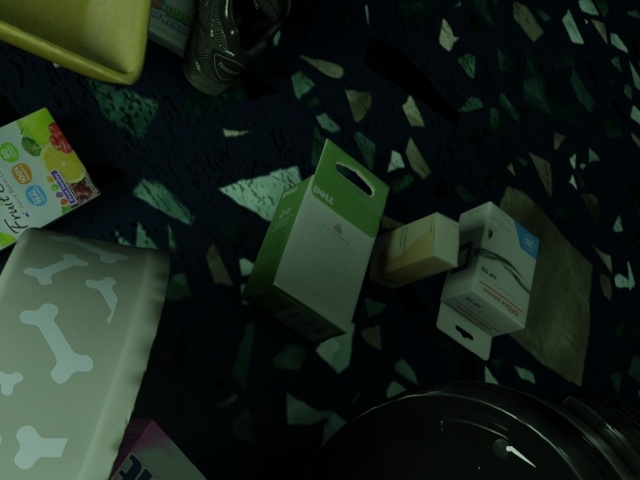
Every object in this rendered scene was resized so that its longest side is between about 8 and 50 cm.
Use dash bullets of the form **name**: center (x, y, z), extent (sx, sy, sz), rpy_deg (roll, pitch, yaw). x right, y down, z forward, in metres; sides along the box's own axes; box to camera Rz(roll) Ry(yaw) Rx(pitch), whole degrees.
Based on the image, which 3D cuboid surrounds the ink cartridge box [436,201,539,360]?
- **ink cartridge box**: center (0.222, 0.054, 1.238), extent (0.104, 0.060, 0.180), rpy_deg (34, 55, -25)

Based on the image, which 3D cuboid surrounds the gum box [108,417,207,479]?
- **gum box**: center (-0.143, 0.259, 0.837), extent (0.188, 0.062, 0.107), rpy_deg (56, 48, -28)

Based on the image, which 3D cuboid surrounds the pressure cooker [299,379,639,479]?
- **pressure cooker**: center (0.207, 0.328, 0.906), extent (0.420, 0.375, 0.369), rpy_deg (22, 73, -48)

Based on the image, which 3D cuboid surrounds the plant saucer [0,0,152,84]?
- **plant saucer**: center (-0.321, -0.324, 0.913), extent (0.333, 0.081, 0.332), rpy_deg (21, 55, -32)

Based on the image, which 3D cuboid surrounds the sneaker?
- **sneaker**: center (-0.086, -0.283, 1.046), extent (0.087, 0.130, 0.227), rpy_deg (24, 57, -33)

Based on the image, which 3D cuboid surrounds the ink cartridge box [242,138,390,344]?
- **ink cartridge box**: center (0.000, 0.000, 1.076), extent (0.109, 0.062, 0.209), rpy_deg (35, 54, -24)

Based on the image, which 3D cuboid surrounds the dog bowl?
- **dog bowl**: center (-0.222, 0.148, 0.666), extent (0.102, 0.349, 0.348), rpy_deg (23, 59, -16)

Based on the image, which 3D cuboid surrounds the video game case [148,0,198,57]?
- **video game case**: center (-0.169, -0.284, 1.076), extent (0.157, 0.019, 0.143), rpy_deg (26, 58, -29)

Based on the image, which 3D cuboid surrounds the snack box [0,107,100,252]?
- **snack box**: center (-0.289, -0.051, 0.876), extent (0.141, 0.037, 0.100), rpy_deg (-37, 97, -41)

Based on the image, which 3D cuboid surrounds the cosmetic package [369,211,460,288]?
- **cosmetic package**: center (0.111, 0.014, 1.126), extent (0.041, 0.115, 0.060), rpy_deg (24, 59, -31)
